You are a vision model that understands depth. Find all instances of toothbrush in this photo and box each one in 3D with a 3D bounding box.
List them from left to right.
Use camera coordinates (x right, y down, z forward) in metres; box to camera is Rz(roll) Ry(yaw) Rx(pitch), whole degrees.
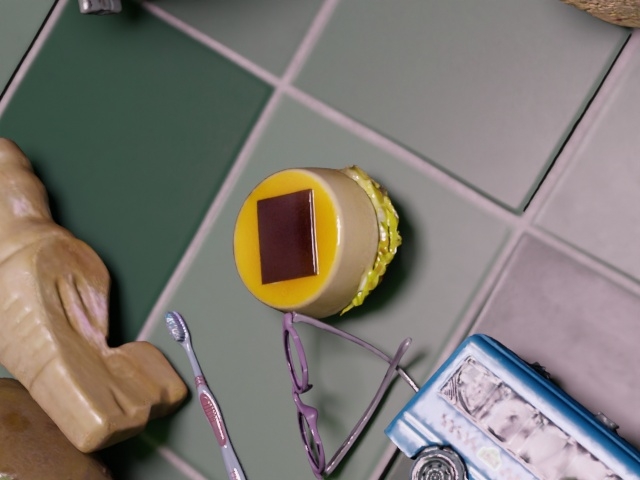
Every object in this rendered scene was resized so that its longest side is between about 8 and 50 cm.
[{"bbox_3d":[-0.091,0.145,1.355,0.013,0.019,0.193,-29,72,17],"label":"toothbrush"}]

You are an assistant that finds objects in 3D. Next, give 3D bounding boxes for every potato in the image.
[{"bbox_3d":[-0.247,0.215,1.342,0.262,0.165,0.165,34,96,31],"label":"potato"}]

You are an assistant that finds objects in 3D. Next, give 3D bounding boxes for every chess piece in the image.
[{"bbox_3d":[-0.237,0.054,1.372,0.137,0.137,0.301,-45,65,12],"label":"chess piece"}]

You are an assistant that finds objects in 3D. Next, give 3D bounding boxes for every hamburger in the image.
[{"bbox_3d":[0.000,0.000,1.303,0.141,0.081,0.127,-30,68,30],"label":"hamburger"}]

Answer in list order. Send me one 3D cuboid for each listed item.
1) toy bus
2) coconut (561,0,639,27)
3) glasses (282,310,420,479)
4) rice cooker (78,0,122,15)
[{"bbox_3d":[0.174,0.184,1.174,0.246,0.113,0.134,39,92,26],"label":"toy bus"},{"bbox_3d":[0.237,-0.290,1.160,0.239,0.239,0.244,9,83,26],"label":"coconut"},{"bbox_3d":[0.030,0.113,1.287,0.103,0.062,0.140,-16,105,-12],"label":"glasses"},{"bbox_3d":[-0.150,-0.351,1.322,0.264,0.316,0.317,-8,77,-7],"label":"rice cooker"}]
